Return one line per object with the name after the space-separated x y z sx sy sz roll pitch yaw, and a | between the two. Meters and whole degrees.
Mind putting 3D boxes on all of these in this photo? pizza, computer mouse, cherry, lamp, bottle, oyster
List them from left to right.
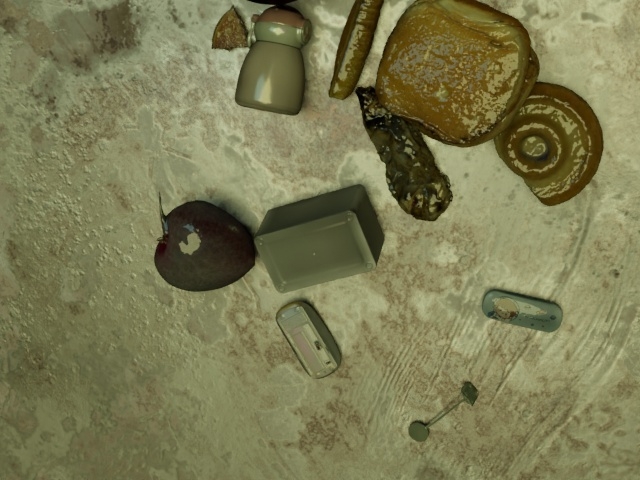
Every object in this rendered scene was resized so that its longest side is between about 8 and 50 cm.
-0.277 0.015 1.936 0.266 0.183 0.213 23 121 -8 | cherry
-0.207 -0.463 1.900 0.099 0.029 0.100 -26 94 23 | pizza
-0.096 -0.399 1.835 0.148 0.147 0.236 12 96 8 | bottle
-0.029 0.236 2.009 0.102 0.045 0.199 -30 95 15 | computer mouse
0.173 -0.191 1.866 0.129 0.078 0.345 -27 99 24 | oyster
0.289 0.411 1.999 0.050 0.056 0.198 47 118 -3 | lamp

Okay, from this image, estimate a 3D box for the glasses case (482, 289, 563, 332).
0.454 0.158 1.896 0.179 0.045 0.067 13 104 8 | glasses case

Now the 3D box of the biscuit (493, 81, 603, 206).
0.479 -0.221 1.785 0.274 0.091 0.213 44 108 1 | biscuit

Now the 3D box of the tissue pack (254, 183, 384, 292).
-0.001 -0.001 1.878 0.246 0.136 0.159 -15 114 18 | tissue pack

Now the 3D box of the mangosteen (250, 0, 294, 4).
-0.069 -0.638 1.700 0.360 0.306 0.306 -13 100 -7 | mangosteen

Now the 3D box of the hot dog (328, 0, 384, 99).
0.084 -0.441 1.822 0.068 0.083 0.288 17 106 -13 | hot dog

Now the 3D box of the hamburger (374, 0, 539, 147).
0.274 -0.347 1.724 0.304 0.174 0.284 36 104 25 | hamburger

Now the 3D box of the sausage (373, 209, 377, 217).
0.058 -0.059 1.933 0.147 0.035 0.030 3 85 12 | sausage
